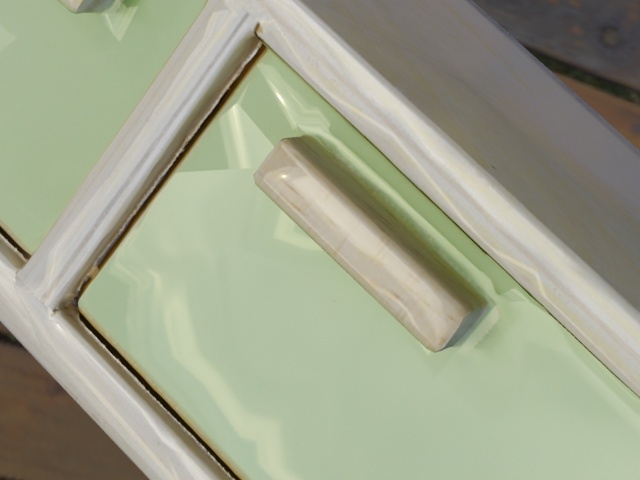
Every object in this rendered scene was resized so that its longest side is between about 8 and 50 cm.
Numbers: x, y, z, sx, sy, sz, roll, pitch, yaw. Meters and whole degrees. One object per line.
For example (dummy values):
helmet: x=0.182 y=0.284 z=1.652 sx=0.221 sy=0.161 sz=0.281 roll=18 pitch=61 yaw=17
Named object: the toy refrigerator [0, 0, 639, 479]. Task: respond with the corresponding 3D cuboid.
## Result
toy refrigerator: x=0.000 y=0.000 z=0.372 sx=0.269 sy=0.094 sz=0.102 roll=45 pitch=115 yaw=14
